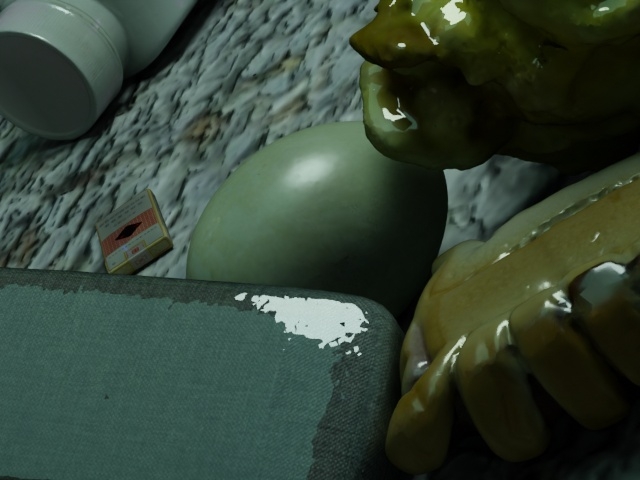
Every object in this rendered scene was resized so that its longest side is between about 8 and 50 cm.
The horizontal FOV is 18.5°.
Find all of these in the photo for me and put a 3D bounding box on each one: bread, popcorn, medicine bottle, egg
[{"bbox_3d":[0.129,0.026,0.870,0.225,0.081,0.134,-29,23,19],"label":"bread"},{"bbox_3d":[0.124,-0.140,0.974,0.266,0.192,0.233,-33,-7,-15],"label":"popcorn"},{"bbox_3d":[-0.158,-0.211,1.558,0.161,0.111,0.296,-11,37,40],"label":"medicine bottle"},{"bbox_3d":[0.000,0.000,1.024,0.152,0.114,0.114,-38,27,-10],"label":"egg"}]

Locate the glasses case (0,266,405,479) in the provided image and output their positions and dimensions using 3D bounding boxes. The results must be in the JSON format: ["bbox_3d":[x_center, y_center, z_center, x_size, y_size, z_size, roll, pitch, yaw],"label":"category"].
[{"bbox_3d":[-0.117,0.082,0.947,0.323,0.074,0.131,3,56,20],"label":"glasses case"}]

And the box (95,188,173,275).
[{"bbox_3d":[-0.123,-0.004,1.287,0.046,0.012,0.083,-33,25,2],"label":"box"}]
